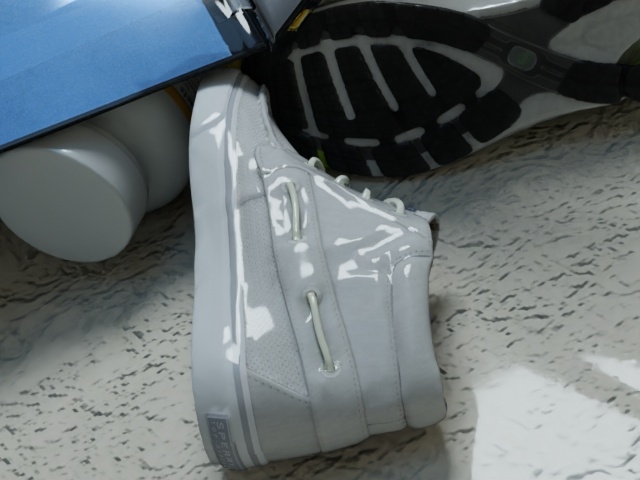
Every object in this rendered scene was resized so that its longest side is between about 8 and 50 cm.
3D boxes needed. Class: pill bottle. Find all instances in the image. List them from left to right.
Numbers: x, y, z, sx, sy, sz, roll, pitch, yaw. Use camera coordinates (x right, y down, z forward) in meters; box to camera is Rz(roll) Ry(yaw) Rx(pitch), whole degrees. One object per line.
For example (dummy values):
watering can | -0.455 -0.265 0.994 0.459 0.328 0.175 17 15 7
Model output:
pill bottle | -0.118 -0.090 0.752 0.118 0.117 0.208 -1 44 21

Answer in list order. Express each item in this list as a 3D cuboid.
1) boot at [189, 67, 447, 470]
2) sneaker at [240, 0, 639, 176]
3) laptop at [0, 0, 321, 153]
boot | 0.000 0.000 0.640 0.123 0.095 0.258 -8 49 3
sneaker | 0.100 -0.118 0.726 0.300 0.111 0.121 -9 24 11
laptop | -0.155 -0.283 0.643 0.236 0.408 0.382 -7 60 -44
